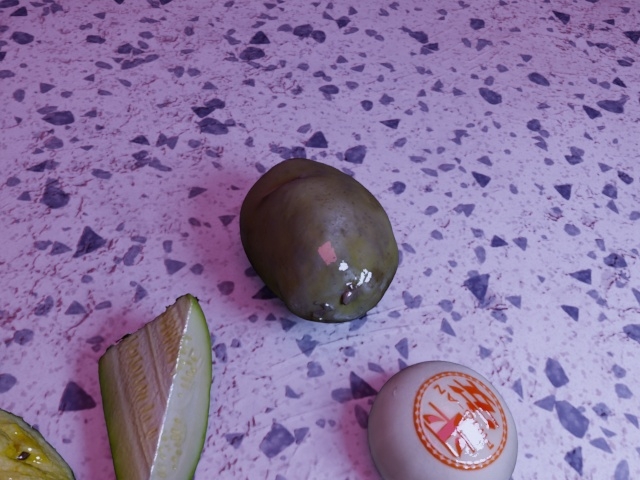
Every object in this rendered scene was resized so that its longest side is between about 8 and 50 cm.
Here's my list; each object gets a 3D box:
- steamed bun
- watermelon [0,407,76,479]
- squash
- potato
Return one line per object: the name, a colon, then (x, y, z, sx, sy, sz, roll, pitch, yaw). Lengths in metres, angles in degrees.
steamed bun: (0.189, 0.284, 0.941, 0.232, 0.145, 0.231, 4, 52, -4)
watermelon: (-0.455, 0.332, 0.747, 0.189, 0.331, 0.331, -43, 66, -8)
squash: (-0.207, 0.255, 0.928, 0.203, 0.111, 0.288, -35, 55, 7)
potato: (0.000, 0.000, 1.090, 0.243, 0.221, 0.326, -16, 44, -30)
